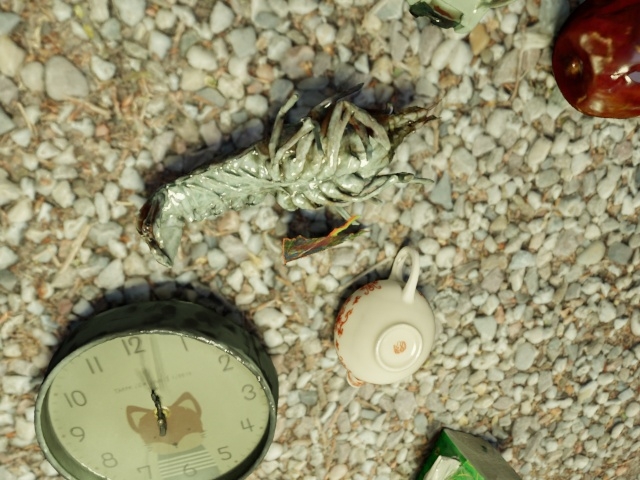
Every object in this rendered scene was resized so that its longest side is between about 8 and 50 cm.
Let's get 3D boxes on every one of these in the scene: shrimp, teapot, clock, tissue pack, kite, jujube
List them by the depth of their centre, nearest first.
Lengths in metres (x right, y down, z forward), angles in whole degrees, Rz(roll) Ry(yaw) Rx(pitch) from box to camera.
[{"bbox_3d":[-0.027,-0.088,0.619,0.410,0.166,0.221,-12,142,2],"label":"shrimp"},{"bbox_3d":[0.489,-0.276,0.660,0.317,0.223,0.223,-16,109,-1],"label":"jujube"},{"bbox_3d":[0.000,0.000,0.670,0.190,0.159,0.010,-7,72,-51],"label":"kite"},{"bbox_3d":[-0.218,0.237,0.677,0.324,0.067,0.325,-3,114,-7],"label":"clock"},{"bbox_3d":[0.103,0.128,0.741,0.159,0.116,0.246,23,93,-8],"label":"teapot"},{"bbox_3d":[0.216,0.451,0.828,0.156,0.148,0.209,20,100,-20],"label":"tissue pack"}]

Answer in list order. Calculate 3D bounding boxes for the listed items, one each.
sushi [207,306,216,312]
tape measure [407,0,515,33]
[{"bbox_3d":[-0.164,0.140,0.698,0.045,0.044,0.083,-14,107,-11],"label":"sushi"},{"bbox_3d":[0.228,-0.387,0.557,0.125,0.246,0.243,19,94,-22],"label":"tape measure"}]
